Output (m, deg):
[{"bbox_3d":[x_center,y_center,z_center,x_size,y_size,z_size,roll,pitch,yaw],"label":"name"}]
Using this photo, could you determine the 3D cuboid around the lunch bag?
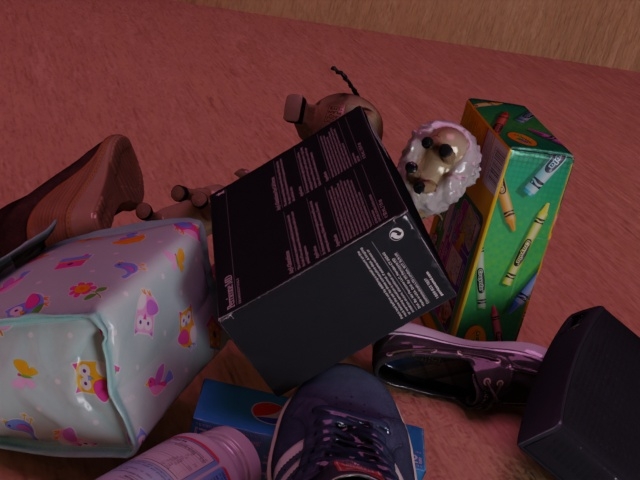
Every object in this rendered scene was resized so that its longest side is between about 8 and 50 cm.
[{"bbox_3d":[-0.245,0.083,1.010,0.262,0.160,0.223,-4,20,22],"label":"lunch bag"}]

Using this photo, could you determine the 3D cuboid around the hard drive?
[{"bbox_3d":[0.302,0.175,1.146,0.172,0.054,0.254,40,35,1],"label":"hard drive"}]

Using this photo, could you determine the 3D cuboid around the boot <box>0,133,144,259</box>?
[{"bbox_3d":[-0.316,-0.038,1.253,0.207,0.090,0.248,-14,22,11],"label":"boot"}]

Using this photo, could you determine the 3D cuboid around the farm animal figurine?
[{"bbox_3d":[-0.018,-0.033,1.283,0.330,0.326,0.172,28,3,17],"label":"farm animal figurine"}]

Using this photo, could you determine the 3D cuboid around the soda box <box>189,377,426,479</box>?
[{"bbox_3d":[-0.014,0.191,1.012,0.210,0.067,0.071,14,24,-2],"label":"soda box"}]

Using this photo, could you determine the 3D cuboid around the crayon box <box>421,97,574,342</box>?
[{"bbox_3d":[0.195,-0.007,1.314,0.081,0.278,0.165,7,25,-14],"label":"crayon box"}]

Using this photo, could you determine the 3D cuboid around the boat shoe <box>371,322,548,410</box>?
[{"bbox_3d":[0.164,0.147,1.209,0.228,0.080,0.076,16,34,2],"label":"boat shoe"}]

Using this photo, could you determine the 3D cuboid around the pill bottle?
[{"bbox_3d":[-0.120,0.207,0.893,0.087,0.087,0.160,27,26,26],"label":"pill bottle"}]

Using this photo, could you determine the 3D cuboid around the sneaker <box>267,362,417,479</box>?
[{"bbox_3d":[0.022,0.193,0.841,0.131,0.148,0.350,10,37,-3],"label":"sneaker"}]

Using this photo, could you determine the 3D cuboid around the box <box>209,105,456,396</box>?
[{"bbox_3d":[0.000,0.000,1.042,0.184,0.103,0.261,-28,26,7],"label":"box"}]
